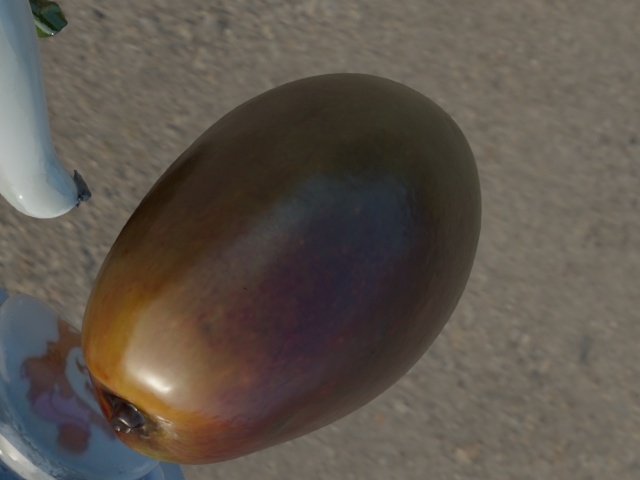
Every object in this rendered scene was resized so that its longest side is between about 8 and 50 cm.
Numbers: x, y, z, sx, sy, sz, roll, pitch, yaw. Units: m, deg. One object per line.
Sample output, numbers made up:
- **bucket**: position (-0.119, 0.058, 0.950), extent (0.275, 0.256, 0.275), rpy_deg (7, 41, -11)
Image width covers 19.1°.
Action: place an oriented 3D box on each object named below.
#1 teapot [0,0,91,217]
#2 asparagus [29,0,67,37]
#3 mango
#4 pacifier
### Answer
- **teapot**: position (-0.271, -0.160, 0.878), extent (0.252, 0.424, 0.280), rpy_deg (-45, 165, -36)
- **asparagus**: position (-0.215, -0.173, 1.279), extent (0.108, 0.021, 0.025), rpy_deg (39, 69, 4)
- **mango**: position (0.000, 0.000, 0.698), extent (0.267, 0.111, 0.133), rpy_deg (-41, 149, -66)
- **pacifier**: position (-0.234, 0.162, 1.309), extent (0.299, 0.244, 0.233), rpy_deg (41, 122, -17)
